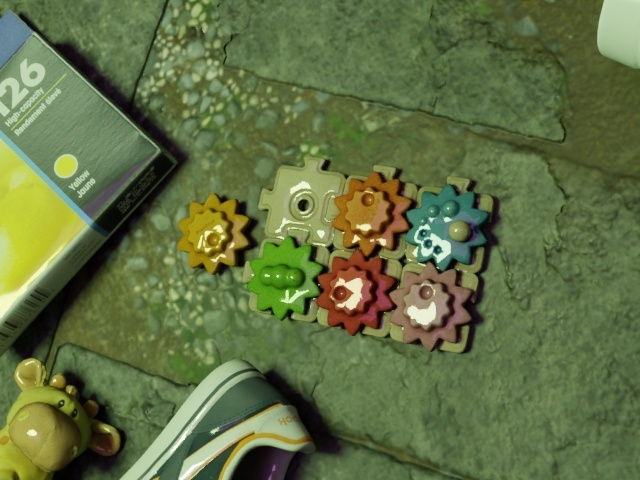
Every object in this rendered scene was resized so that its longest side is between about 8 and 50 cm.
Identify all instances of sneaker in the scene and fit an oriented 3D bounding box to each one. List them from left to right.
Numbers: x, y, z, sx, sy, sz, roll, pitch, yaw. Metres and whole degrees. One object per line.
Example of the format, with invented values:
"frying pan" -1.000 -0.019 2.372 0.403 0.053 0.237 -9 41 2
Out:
"sneaker" -0.135 0.277 1.158 0.127 0.126 0.321 39 94 29

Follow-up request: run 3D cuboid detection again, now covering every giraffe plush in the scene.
"giraffe plush" -0.305 0.229 1.237 0.170 0.181 0.210 -45 32 -2

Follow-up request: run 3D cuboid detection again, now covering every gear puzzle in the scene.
"gear puzzle" 0.000 0.000 1.199 0.339 0.044 0.175 10 84 23

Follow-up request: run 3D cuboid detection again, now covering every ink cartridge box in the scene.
"ink cartridge box" -0.367 -0.075 1.323 0.307 0.072 0.303 41 89 18

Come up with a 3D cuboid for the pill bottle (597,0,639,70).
"pill bottle" 0.393 -0.171 1.009 0.283 0.161 0.161 27 91 24
